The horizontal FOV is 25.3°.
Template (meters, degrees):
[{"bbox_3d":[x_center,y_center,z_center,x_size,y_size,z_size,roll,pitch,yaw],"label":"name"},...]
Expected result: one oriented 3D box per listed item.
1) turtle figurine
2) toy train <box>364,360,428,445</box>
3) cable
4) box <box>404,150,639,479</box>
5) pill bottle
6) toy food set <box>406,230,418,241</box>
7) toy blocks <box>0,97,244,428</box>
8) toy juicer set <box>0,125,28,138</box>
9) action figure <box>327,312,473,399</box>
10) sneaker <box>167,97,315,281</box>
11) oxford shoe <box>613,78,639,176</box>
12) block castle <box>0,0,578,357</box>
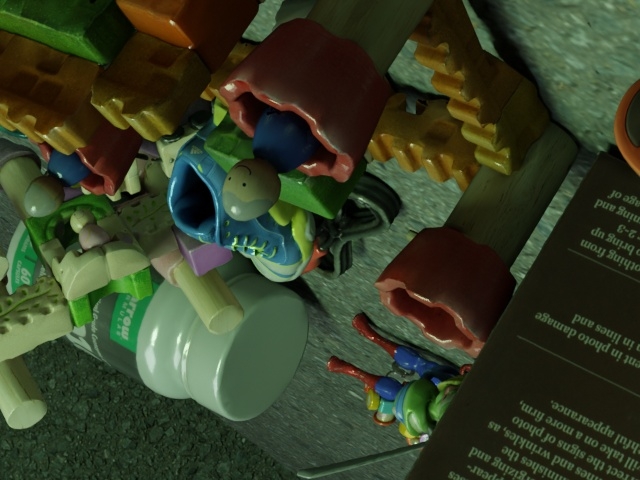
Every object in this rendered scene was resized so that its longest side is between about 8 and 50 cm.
[{"bbox_3d":[0.171,0.214,1.278,0.266,0.275,0.198,-3,114,31],"label":"turtle figurine"},{"bbox_3d":[0.128,0.210,1.701,0.166,0.046,0.125,31,-149,31],"label":"toy train"},{"bbox_3d":[0.000,0.000,1.361,0.139,0.072,0.287,44,163,-20],"label":"cable"},{"bbox_3d":[0.171,0.158,0.889,0.191,0.381,0.143,27,164,24],"label":"box"},{"bbox_3d":[-0.204,0.073,1.785,0.361,0.204,0.204,24,163,31],"label":"pill bottle"},{"bbox_3d":[0.142,0.070,1.352,0.132,0.038,0.192,25,163,29],"label":"toy food set"},{"bbox_3d":[-0.255,-0.039,1.393,0.260,0.288,0.309,54,160,36],"label":"toy blocks"},{"bbox_3d":[-0.300,-0.174,1.449,0.329,0.089,0.209,8,154,1],"label":"toy juicer set"},{"bbox_3d":[0.131,0.171,1.589,0.280,0.091,0.139,28,173,22],"label":"action figure"},{"bbox_3d":[-0.079,-0.026,1.246,0.091,0.126,0.240,29,148,32],"label":"sneaker"},{"bbox_3d":[0.273,0.001,0.747,0.271,0.097,0.098,31,171,9],"label":"oxford shoe"},{"bbox_3d":[-0.085,-0.098,0.959,0.453,0.213,0.303,23,162,38],"label":"block castle"}]
